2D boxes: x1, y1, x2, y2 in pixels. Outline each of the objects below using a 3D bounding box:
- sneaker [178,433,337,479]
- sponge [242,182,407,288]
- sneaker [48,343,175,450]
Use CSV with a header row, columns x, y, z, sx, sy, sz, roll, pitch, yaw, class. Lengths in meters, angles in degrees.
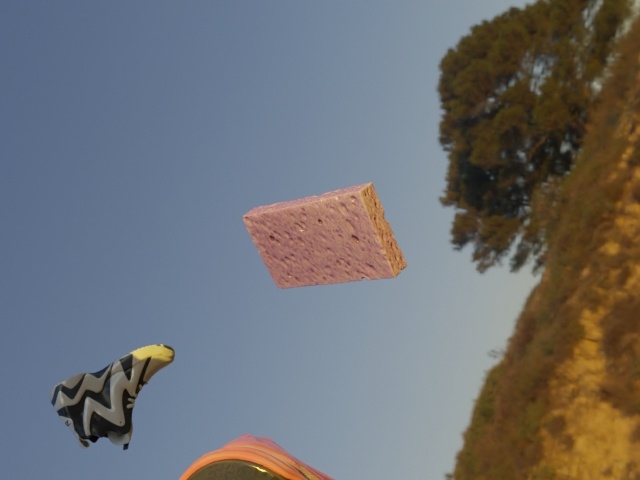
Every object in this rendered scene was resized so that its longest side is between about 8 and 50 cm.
x,y,z,sx,sy,sz,roll,pitch,yaw,class
0.043,0.240,0.509,0.116,0.314,0.136,-47,-2,5,sneaker
0.000,0.000,0.943,0.031,0.210,0.117,-42,-66,-41,sponge
-0.348,0.291,1.338,0.235,0.094,0.153,-18,-103,-40,sneaker
